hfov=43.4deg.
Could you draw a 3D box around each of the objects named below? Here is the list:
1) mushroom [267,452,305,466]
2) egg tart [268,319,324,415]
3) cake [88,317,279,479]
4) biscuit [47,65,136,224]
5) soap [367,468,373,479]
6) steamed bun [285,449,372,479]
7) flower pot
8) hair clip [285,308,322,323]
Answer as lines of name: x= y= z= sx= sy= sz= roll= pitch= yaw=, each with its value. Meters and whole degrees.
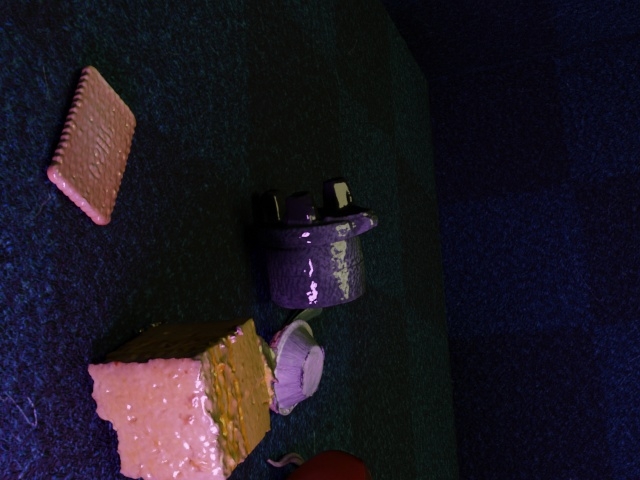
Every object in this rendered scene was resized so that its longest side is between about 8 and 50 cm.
mushroom: x=-0.055 y=0.562 z=1.960 sx=0.306 sy=0.043 sz=0.068 roll=56 pitch=7 yaw=-46
egg tart: x=-0.055 y=0.303 z=1.919 sx=0.234 sy=0.094 sz=0.234 roll=6 pitch=90 yaw=-67
cake: x=-0.215 y=0.254 z=1.394 sx=0.286 sy=0.227 sz=0.223 roll=-35 pitch=119 yaw=-65
biscuit: x=-0.388 y=-0.164 z=1.382 sx=0.160 sy=0.030 sz=0.250 roll=55 pitch=33 yaw=-50
soap: x=0.113 y=0.775 z=2.179 sx=0.220 sy=0.127 sz=0.325 roll=-66 pitch=141 yaw=-57
steamed bun: x=0.011 y=0.669 z=1.784 sx=0.379 sy=0.248 sz=0.235 roll=-95 pitch=169 yaw=-56
flower pot: x=0.000 y=0.000 z=1.958 sx=0.299 sy=0.299 sz=0.283 roll=-30 pitch=114 yaw=-68
hair clip: x=-0.070 y=0.226 z=2.039 sx=0.229 sy=0.070 sz=0.039 roll=-50 pitch=132 yaw=-53
